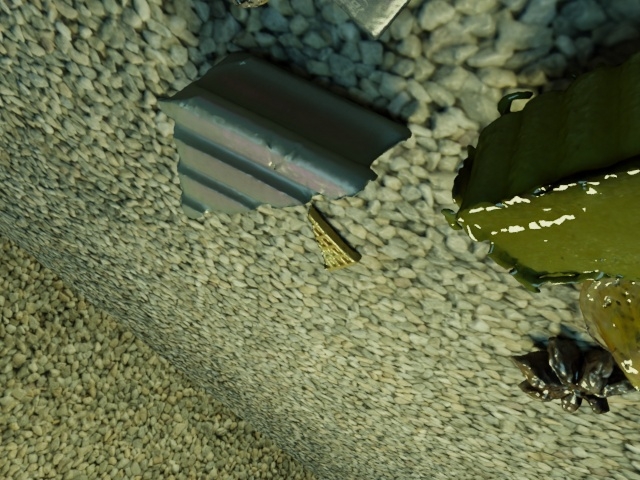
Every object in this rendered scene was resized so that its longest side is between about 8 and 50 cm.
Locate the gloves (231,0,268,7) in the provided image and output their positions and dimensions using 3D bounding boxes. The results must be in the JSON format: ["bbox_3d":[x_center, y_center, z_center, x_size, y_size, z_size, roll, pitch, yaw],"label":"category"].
[{"bbox_3d":[-0.101,-0.326,0.572,0.144,0.094,0.110,39,159,-27],"label":"gloves"}]

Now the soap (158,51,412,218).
[{"bbox_3d":[-0.057,-0.102,0.769,0.302,0.159,0.258,28,144,8],"label":"soap"}]

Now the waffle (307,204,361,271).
[{"bbox_3d":[0.000,0.000,0.991,0.097,0.023,0.153,-14,128,48],"label":"waffle"}]

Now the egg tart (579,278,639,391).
[{"bbox_3d":[0.503,0.136,0.653,0.351,0.150,0.352,25,149,16],"label":"egg tart"}]

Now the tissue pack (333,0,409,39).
[{"bbox_3d":[0.062,-0.292,0.516,0.112,0.051,0.156,40,147,-9],"label":"tissue pack"}]

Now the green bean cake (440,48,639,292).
[{"bbox_3d":[0.321,-0.055,0.513,0.285,0.202,0.309,36,151,-30],"label":"green bean cake"}]

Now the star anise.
[{"bbox_3d":[0.434,0.240,0.915,0.196,0.073,0.212,21,144,12],"label":"star anise"}]
